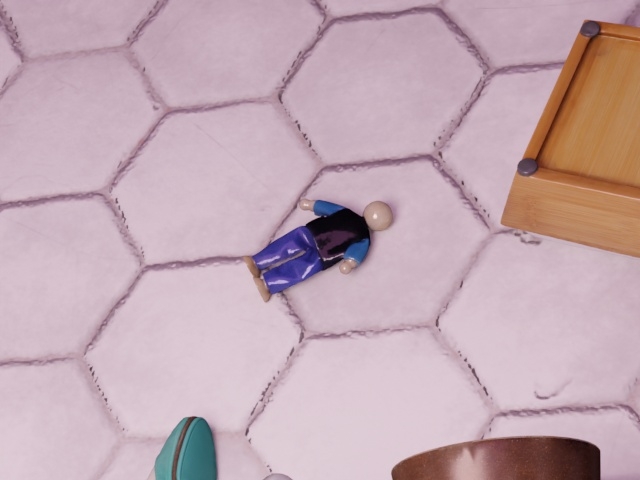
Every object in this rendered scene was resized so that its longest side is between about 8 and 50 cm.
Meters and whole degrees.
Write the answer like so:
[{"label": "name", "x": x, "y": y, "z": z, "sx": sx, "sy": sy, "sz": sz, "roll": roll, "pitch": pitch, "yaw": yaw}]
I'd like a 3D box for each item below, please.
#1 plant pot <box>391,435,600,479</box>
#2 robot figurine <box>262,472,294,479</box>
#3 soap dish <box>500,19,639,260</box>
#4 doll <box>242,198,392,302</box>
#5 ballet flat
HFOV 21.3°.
[{"label": "plant pot", "x": 0.187, "y": 0.335, "z": 1.705, "sx": 0.215, "sy": 0.215, "sz": 0.230, "roll": -9, "pitch": 69, "yaw": 12}, {"label": "robot figurine", "x": -0.036, "y": 0.382, "z": 1.660, "sx": 0.200, "sy": 0.300, "sz": 0.353, "roll": 2, "pitch": 21, "yaw": 25}, {"label": "soap dish", "x": 0.364, "y": -0.124, "z": 2.004, "sx": 0.229, "sy": 0.118, "sz": 0.291, "roll": 14, "pitch": 63, "yaw": 25}, {"label": "doll", "x": 0.000, "y": 0.000, "z": 2.077, "sx": 0.189, "sy": 0.046, "sz": 0.129, "roll": -26, "pitch": 53, "yaw": -1}, {"label": "ballet flat", "x": -0.165, "y": 0.308, "z": 1.896, "sx": 0.087, "sy": 0.083, "sz": 0.247, "roll": -21, "pitch": 49, "yaw": 20}]
